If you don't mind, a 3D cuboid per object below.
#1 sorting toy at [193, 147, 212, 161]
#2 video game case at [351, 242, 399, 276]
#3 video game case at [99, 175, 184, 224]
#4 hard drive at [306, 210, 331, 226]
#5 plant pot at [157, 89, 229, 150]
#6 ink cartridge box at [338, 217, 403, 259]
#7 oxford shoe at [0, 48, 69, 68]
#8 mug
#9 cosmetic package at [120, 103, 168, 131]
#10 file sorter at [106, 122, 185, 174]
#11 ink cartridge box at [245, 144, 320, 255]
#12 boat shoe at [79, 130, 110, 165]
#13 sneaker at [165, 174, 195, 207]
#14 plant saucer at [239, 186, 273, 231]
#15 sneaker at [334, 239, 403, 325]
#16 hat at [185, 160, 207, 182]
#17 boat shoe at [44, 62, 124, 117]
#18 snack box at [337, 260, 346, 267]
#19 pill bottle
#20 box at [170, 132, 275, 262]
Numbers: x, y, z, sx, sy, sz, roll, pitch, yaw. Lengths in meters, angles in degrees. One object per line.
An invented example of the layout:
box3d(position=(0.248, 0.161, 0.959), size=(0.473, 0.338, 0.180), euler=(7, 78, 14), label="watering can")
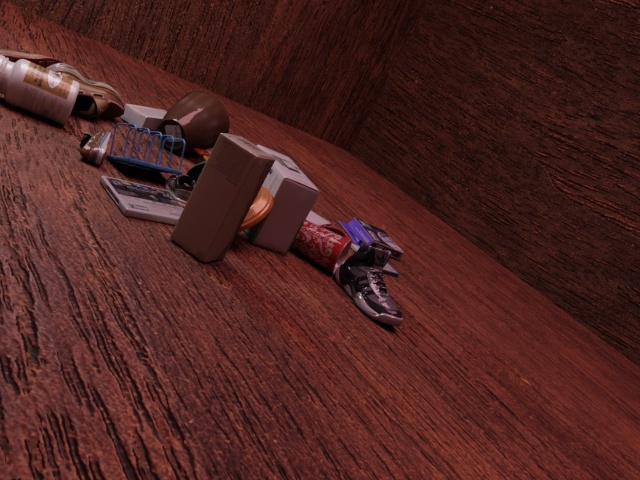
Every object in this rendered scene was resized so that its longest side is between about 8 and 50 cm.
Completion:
box3d(position=(-0.341, -0.266, 2.086), size=(0.132, 0.046, 0.274), euler=(37, 17, 25), label="sorting toy")
box3d(position=(0.185, 0.066, 2.020), size=(0.119, 0.015, 0.166), euler=(17, 19, -38), label="video game case")
box3d(position=(-0.425, -0.094, 1.435), size=(0.190, 0.022, 0.173), euler=(11, 24, -47), label="video game case")
box3d(position=(-0.152, -0.126, 1.976), size=(0.353, 0.047, 0.233), euler=(33, 15, 16), label="hard drive")
box3d(position=(-0.465, -0.401, 2.053), size=(0.215, 0.215, 0.230), euler=(30, 29, 3), label="plant pot")
box3d(position=(0.192, -0.016, 2.244), size=(0.208, 0.045, 0.206), euler=(20, 18, -26), label="ink cartridge box")
box3d(position=(-0.908, -0.532, 1.794), size=(0.130, 0.123, 0.348), euler=(28, 13, 18), label="oxford shoe")
box3d(position=(-0.005, 0.009, 1.706), size=(0.169, 0.113, 0.150), euler=(27, 11, 11), label="mug")
box3d(position=(-0.612, -0.441, 2.137), size=(0.099, 0.060, 0.239), euler=(31, 15, 14), label="cosmetic package")
box3d(position=(-0.479, -0.253, 1.624), size=(0.118, 0.105, 0.170), euler=(13, 1, 41), label="file sorter")
box3d(position=(-0.142, -0.124, 1.679), size=(0.121, 0.211, 0.289), euler=(20, 17, -29), label="ink cartridge box")
box3d(position=(-0.606, -0.262, 1.563), size=(0.066, 0.066, 0.183), euler=(20, 17, -25), label="boat shoe")
box3d(position=(-0.378, -0.151, 1.596), size=(0.063, 0.075, 0.170), euler=(20, 17, -29), label="sneaker")
box3d(position=(-0.220, -0.090, 1.504), size=(0.200, 0.200, 0.037), euler=(49, -17, 52), label="plant saucer")
box3d(position=(0.149, 0.104, 1.571), size=(0.101, 0.153, 0.268), euler=(15, 21, -42), label="sneaker")
box3d(position=(-0.298, -0.125, 1.717), size=(0.208, 0.173, 0.184), euler=(11, 59, -60), label="hat")
box3d(position=(-0.744, -0.442, 1.850), size=(0.324, 0.123, 0.116), euler=(15, 52, -66), label="boat shoe")
box3d(position=(0.019, 0.037, 1.803), size=(0.064, 0.022, 0.178), euler=(9, 25, -49), label="snack box")
box3d(position=(-0.800, -0.423, 1.610), size=(0.229, 0.131, 0.131), euler=(20, 18, -29), label="pill bottle")
box3d(position=(-0.221, -0.094, 1.315), size=(0.113, 0.275, 0.094), euler=(35, 16, 15), label="box")
